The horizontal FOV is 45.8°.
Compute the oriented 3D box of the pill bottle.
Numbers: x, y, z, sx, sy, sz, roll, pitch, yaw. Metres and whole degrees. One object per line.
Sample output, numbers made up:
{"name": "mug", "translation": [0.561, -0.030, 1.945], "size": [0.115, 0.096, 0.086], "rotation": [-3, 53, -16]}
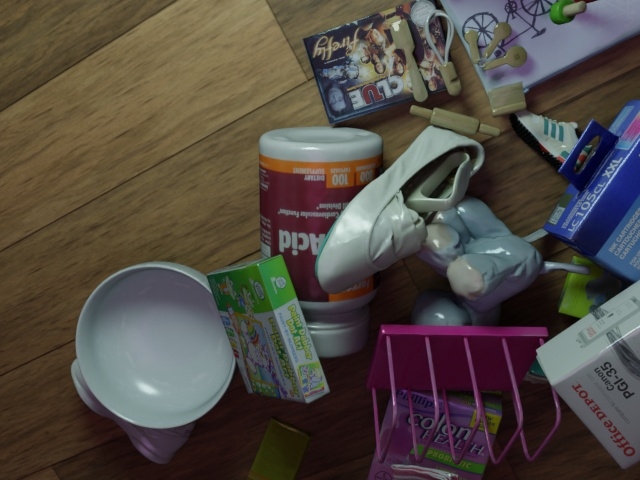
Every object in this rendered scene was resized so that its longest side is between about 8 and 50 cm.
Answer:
{"name": "pill bottle", "translation": [0.000, 0.000, 1.388], "size": [0.224, 0.224, 0.392], "rotation": [3, 107, 11]}

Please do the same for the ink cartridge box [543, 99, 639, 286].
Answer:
{"name": "ink cartridge box", "translation": [0.563, -0.050, 1.238], "size": [0.396, 0.151, 0.270], "rotation": [32, 96, -5]}

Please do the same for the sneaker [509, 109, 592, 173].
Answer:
{"name": "sneaker", "translation": [0.409, -0.192, 1.339], "size": [0.161, 0.057, 0.075], "rotation": [44, 87, 4]}

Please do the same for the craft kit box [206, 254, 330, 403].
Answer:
{"name": "craft kit box", "translation": [-0.100, 0.160, 1.354], "size": [0.247, 0.061, 0.249], "rotation": [-15, 96, 58]}

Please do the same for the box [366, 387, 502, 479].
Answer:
{"name": "box", "translation": [0.227, 0.395, 1.516], "size": [0.214, 0.117, 0.242], "rotation": [16, 109, 8]}

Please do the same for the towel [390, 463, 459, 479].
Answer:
{"name": "towel", "translation": [0.217, 0.523, 1.452], "size": [0.144, 0.029, 0.197], "rotation": [-4, 108, 40]}

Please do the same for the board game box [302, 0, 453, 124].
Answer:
{"name": "board game box", "translation": [0.109, -0.323, 1.363], "size": [0.243, 0.042, 0.165], "rotation": [-15, 103, 16]}

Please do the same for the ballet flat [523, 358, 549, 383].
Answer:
{"name": "ballet flat", "translation": [0.398, 0.252, 1.478], "size": [0.168, 0.057, 0.052], "rotation": [8, 136, 14]}

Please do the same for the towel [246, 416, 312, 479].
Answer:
{"name": "towel", "translation": [-0.101, 0.507, 1.674], "size": [0.102, 0.021, 0.237], "rotation": [22, 110, 4]}

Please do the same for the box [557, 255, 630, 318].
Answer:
{"name": "box", "translation": [0.542, 0.104, 1.397], "size": [0.178, 0.042, 0.109], "rotation": [15, 107, 8]}

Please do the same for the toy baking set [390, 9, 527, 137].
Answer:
{"name": "toy baking set", "translation": [0.237, -0.289, 1.310], "size": [0.256, 0.030, 0.196], "rotation": [12, 104, 5]}

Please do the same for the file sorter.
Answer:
{"name": "file sorter", "translation": [0.241, 0.277, 1.315], "size": [0.291, 0.182, 0.202], "rotation": [2, 141, -5]}

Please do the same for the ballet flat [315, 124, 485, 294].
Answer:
{"name": "ballet flat", "translation": [0.147, -0.058, 1.265], "size": [0.139, 0.400, 0.139], "rotation": [30, 149, 21]}

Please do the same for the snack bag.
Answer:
{"name": "snack bag", "translation": [0.368, -0.441, 1.274], "size": [0.323, 0.037, 0.342], "rotation": [-26, 99, 19]}

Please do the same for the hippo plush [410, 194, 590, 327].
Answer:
{"name": "hippo plush", "translation": [0.270, 0.071, 1.394], "size": [0.294, 0.234, 0.236], "rotation": [-4, 133, -29]}

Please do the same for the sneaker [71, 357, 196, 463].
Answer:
{"name": "sneaker", "translation": [-0.405, 0.344, 1.659], "size": [0.305, 0.114, 0.152], "rotation": [43, 99, -8]}

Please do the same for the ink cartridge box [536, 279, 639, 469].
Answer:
{"name": "ink cartridge box", "translation": [0.512, 0.188, 1.161], "size": [0.283, 0.117, 0.207], "rotation": [-38, 103, 15]}

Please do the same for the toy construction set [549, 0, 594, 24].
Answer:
{"name": "toy construction set", "translation": [0.294, -0.464, 1.191], "size": [0.309, 0.237, 0.257], "rotation": [40, 82, -19]}

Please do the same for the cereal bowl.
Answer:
{"name": "cereal bowl", "translation": [-0.317, 0.202, 1.553], "size": [0.339, 0.141, 0.338], "rotation": [1, 98, 8]}
